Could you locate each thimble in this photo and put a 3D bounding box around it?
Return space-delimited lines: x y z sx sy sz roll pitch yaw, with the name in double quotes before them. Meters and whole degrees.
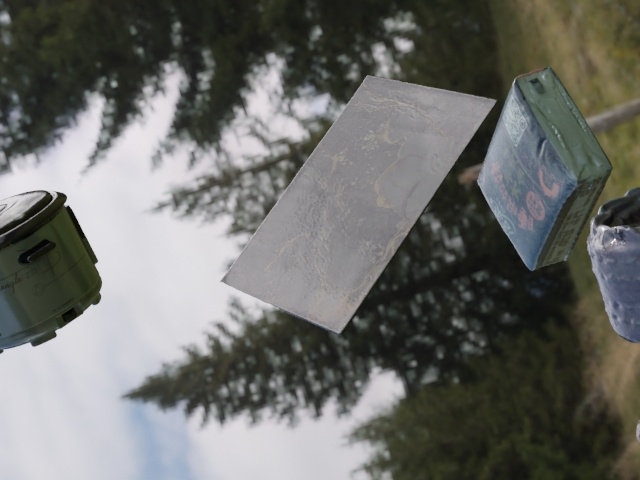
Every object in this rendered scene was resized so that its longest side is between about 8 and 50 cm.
"thimble" 0.455 0.013 1.598 0.205 0.236 0.172 17 129 64

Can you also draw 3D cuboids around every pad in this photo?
"pad" 0.045 -0.060 1.646 0.248 0.367 0.007 19 159 46

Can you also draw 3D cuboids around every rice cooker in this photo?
"rice cooker" -0.487 0.036 2.039 0.280 0.241 0.227 5 124 56

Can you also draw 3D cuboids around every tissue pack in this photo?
"tissue pack" 0.378 -0.117 2.207 0.315 0.103 0.228 100 149 -60

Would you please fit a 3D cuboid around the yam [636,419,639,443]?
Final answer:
"yam" 0.372 0.173 1.300 0.264 0.046 0.046 90 167 -71
